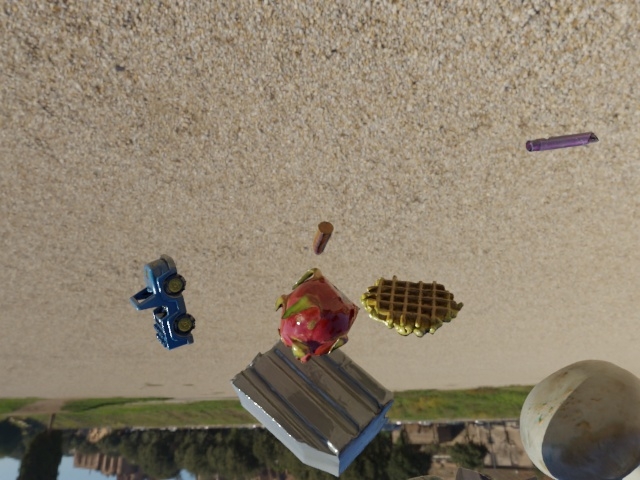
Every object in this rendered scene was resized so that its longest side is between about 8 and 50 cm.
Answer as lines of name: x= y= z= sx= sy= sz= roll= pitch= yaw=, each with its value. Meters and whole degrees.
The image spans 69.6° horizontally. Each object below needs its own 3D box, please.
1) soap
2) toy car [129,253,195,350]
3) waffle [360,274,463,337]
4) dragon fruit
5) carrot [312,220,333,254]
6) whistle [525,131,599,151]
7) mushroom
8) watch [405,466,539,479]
soap: x=-0.026 y=0.529 z=1.534 sx=0.435 sy=0.350 sz=0.213 roll=33 pitch=141 yaw=27
toy car: x=-0.318 y=0.130 z=0.919 sx=0.100 sy=0.191 sz=0.097 roll=-16 pitch=-166 yaw=-30
waffle: x=0.284 y=0.194 z=1.460 sx=0.300 sy=0.058 sz=0.281 roll=18 pitch=-147 yaw=33
dragon fruit: x=-0.017 y=0.213 z=1.271 sx=0.227 sy=0.224 sz=0.224 roll=-37 pitch=153 yaw=4
carrot: x=0.000 y=0.000 z=1.359 sx=0.048 sy=0.048 sz=0.139 roll=4 pitch=146 yaw=-13
whistle: x=0.593 y=-0.243 z=1.131 sx=0.176 sy=0.033 sz=0.033 roll=-8 pitch=160 yaw=-3
mushroom: x=0.507 y=0.352 z=0.841 sx=0.243 sy=0.244 sz=0.243 roll=-1 pitch=160 yaw=0
watch: x=0.201 y=0.459 z=0.588 sx=0.305 sy=0.275 sz=0.241 roll=30 pitch=125 yaw=-21
